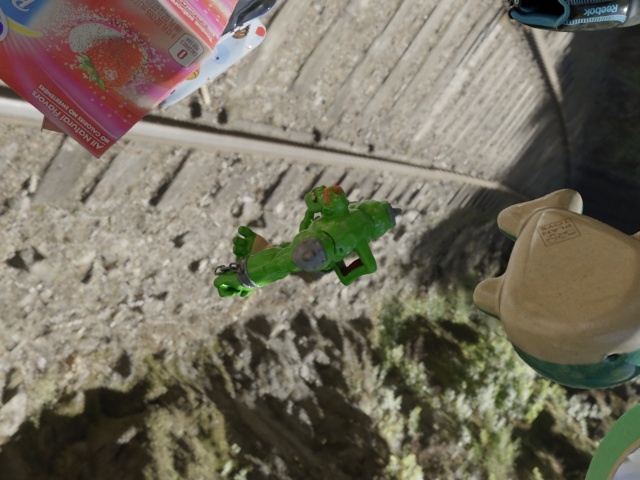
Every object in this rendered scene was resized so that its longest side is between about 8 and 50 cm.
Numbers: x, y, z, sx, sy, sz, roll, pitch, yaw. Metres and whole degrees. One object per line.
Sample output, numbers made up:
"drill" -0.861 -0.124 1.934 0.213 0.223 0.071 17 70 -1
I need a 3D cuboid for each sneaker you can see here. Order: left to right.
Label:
"sneaker" 0.311 -0.372 1.089 0.140 0.341 0.125 -17 118 -12

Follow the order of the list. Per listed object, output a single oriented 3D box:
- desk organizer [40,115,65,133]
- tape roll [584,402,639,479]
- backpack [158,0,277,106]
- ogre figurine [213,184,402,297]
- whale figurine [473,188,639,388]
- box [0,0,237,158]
"desk organizer" -0.319 -0.179 0.976 0.130 0.050 0.047 148 -51 -61
"tape roll" 0.395 0.330 0.822 0.321 0.077 0.321 -167 -90 -79
"backpack" -0.213 -0.327 1.006 0.276 0.263 0.213 -36 148 -17
"ogre figurine" 0.000 0.000 0.762 0.197 0.096 0.118 -1 171 -43
"whale figurine" 0.281 0.051 0.858 0.216 0.141 0.272 -20 -148 9
"box" -0.226 -0.232 0.595 0.154 0.300 0.142 -34 -153 28
